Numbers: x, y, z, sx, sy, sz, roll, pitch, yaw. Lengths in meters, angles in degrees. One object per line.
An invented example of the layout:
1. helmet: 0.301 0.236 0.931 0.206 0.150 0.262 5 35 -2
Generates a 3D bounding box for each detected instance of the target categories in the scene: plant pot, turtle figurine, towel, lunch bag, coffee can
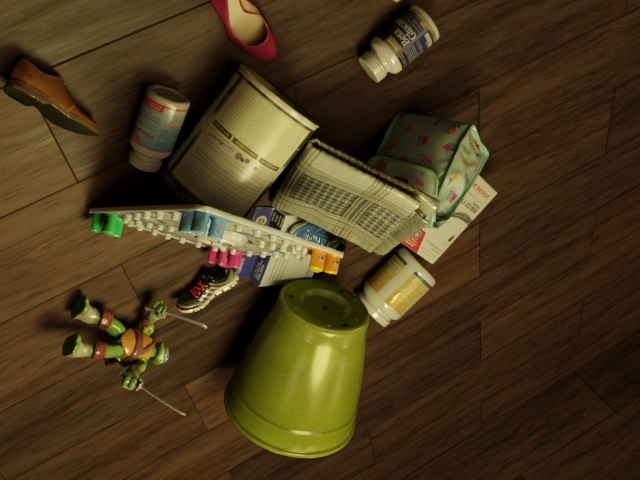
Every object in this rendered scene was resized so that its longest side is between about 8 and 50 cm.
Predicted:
1. plant pot: -0.035 0.303 1.957 0.367 0.366 0.352 -3 122 -35
2. turtle figurine: -0.420 0.226 1.698 0.266 0.275 0.197 24 93 -37
3. towel: 0.067 -0.078 1.694 0.324 0.056 0.312 24 151 -10
4. lunch bag: 0.238 -0.159 1.793 0.262 0.223 0.160 -59 140 -14
5. coffee can: -0.165 -0.190 1.536 0.275 0.201 0.202 -50 138 11

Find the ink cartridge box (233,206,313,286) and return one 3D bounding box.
1. ink cartridge box: -0.090 0.017 1.891 0.224 0.045 0.223 -1 126 -36

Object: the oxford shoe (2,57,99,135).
1. oxford shoe: -0.471 -0.254 1.360 0.212 0.076 0.076 42 56 -59

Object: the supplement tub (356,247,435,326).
1. supplement tub: 0.213 0.135 2.144 0.200 0.144 0.144 -44 139 5

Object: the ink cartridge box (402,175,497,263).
1. ink cartridge box: 0.320 -0.097 2.044 0.273 0.114 0.197 -49 138 9

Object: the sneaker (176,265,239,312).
1. sneaker: -0.280 0.108 1.818 0.170 0.063 0.074 -32 139 -17

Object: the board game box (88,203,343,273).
1. board game box: -0.218 0.003 1.556 0.390 0.390 0.050 19 77 -45

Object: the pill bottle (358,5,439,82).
1. pill bottle: 0.170 -0.429 1.657 0.169 0.094 0.094 -40 139 0

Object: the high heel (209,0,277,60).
1. high heel: -0.136 -0.412 1.428 0.082 0.117 0.244 -39 139 -2

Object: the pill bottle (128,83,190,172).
1. pill bottle: -0.324 -0.219 1.481 0.087 0.087 0.160 5 121 -39

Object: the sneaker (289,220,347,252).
1. sneaker: 0.000 -0.001 1.843 0.152 0.084 0.058 7 118 -42
